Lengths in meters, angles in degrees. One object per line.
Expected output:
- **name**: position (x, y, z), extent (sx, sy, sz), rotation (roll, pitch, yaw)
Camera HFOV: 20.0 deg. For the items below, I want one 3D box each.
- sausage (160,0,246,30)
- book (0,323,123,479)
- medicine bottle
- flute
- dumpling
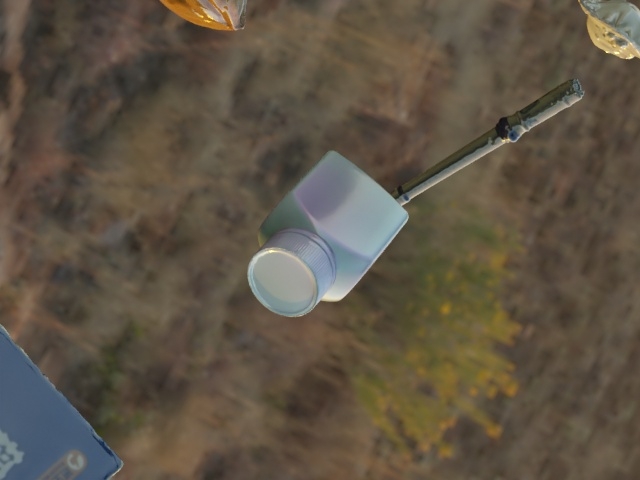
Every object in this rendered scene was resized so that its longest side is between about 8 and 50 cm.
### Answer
- **sausage**: position (-0.158, -0.348, 1.680), extent (0.116, 0.354, 0.134), rotation (-14, 162, -29)
- **book**: position (-0.408, 0.124, 1.543), extent (0.300, 0.428, 0.039), rotation (-42, 180, -38)
- **medicine bottle**: position (0.000, 0.000, 1.201), extent (0.055, 0.074, 0.118), rotation (-49, -179, 38)
- **flute**: position (0.132, -0.077, 1.605), extent (0.233, 0.027, 0.027), rotation (-32, 174, 21)
- **dumpling**: position (0.263, -0.186, 1.617), extent (0.057, 0.052, 0.076), rotation (-42, 116, -53)
